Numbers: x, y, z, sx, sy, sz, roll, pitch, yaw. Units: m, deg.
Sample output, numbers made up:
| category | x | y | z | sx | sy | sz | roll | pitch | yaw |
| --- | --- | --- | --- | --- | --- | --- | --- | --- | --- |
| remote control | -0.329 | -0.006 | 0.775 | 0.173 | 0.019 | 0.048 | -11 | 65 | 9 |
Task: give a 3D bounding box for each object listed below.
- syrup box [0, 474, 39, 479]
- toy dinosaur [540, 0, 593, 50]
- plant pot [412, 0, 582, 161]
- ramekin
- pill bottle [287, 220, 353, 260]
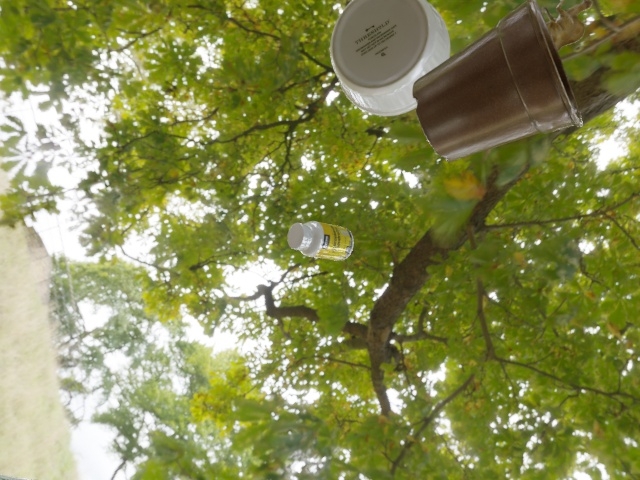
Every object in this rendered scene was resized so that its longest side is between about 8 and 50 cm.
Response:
| category | x | y | z | sx | sy | sz | roll | pitch | yaw |
| --- | --- | --- | --- | --- | --- | --- | --- | --- | --- |
| syrup box | -0.286 | 0.261 | 0.302 | 0.237 | 0.093 | 0.096 | -10 | -119 | 66 |
| toy dinosaur | 0.435 | -0.385 | 0.798 | 0.093 | 0.053 | 0.183 | 30 | -85 | 18 |
| plant pot | 0.221 | -0.190 | 0.559 | 0.165 | 0.167 | 0.167 | -21 | -83 | 36 |
| ramekin | 0.145 | -0.427 | 0.958 | 0.273 | 0.127 | 0.272 | 1 | -86 | 23 |
| pill bottle | 0.000 | 0.000 | 1.248 | 0.103 | 0.184 | 0.103 | -13 | -107 | 48 |
